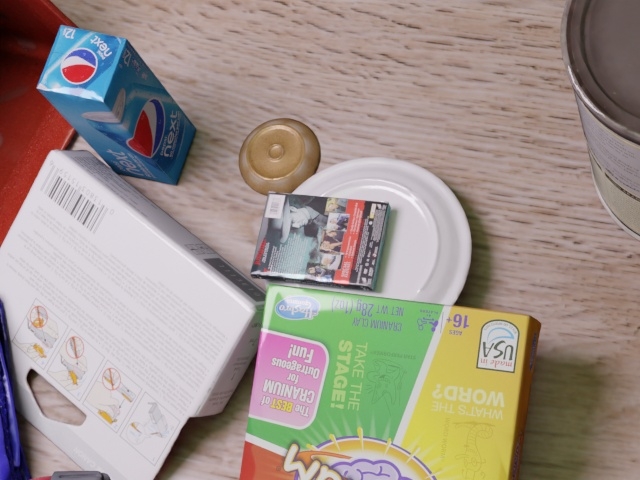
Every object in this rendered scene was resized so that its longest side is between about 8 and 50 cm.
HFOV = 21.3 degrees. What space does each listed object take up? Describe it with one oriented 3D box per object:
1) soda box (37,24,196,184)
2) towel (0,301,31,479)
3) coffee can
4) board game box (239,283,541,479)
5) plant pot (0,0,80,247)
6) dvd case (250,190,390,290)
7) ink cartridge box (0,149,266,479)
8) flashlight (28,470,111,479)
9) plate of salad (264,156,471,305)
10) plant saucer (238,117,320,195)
[{"bbox_3d":[-0.190,-0.125,1.619,0.071,0.210,0.067,13,75,18],"label":"soda box"},{"bbox_3d":[-0.438,0.183,1.631,0.308,0.076,0.227,-14,78,9],"label":"towel"},{"bbox_3d":[0.318,-0.122,1.455,0.201,0.275,0.201,-4,70,12],"label":"coffee can"},{"bbox_3d":[0.052,0.209,1.492,0.242,0.064,0.316,6,83,16],"label":"board game box"},{"bbox_3d":[-0.417,-0.156,1.675,0.236,0.267,0.267,21,77,32],"label":"plant pot"},{"bbox_3d":[0.000,0.000,1.583,0.119,0.013,0.087,5,69,15],"label":"dvd case"},{"bbox_3d":[-0.202,0.084,1.635,0.275,0.060,0.239,37,108,22],"label":"ink cartridge box"},{"bbox_3d":[-0.339,0.266,1.530,0.304,0.103,0.103,-5,52,2],"label":"flashlight"},{"bbox_3d":[0.044,0.016,1.599,0.200,0.048,0.200,-5,66,12],"label":"plate of salad"},{"bbox_3d":[-0.042,-0.084,1.674,0.083,0.015,0.083,-5,70,12],"label":"plant saucer"}]
